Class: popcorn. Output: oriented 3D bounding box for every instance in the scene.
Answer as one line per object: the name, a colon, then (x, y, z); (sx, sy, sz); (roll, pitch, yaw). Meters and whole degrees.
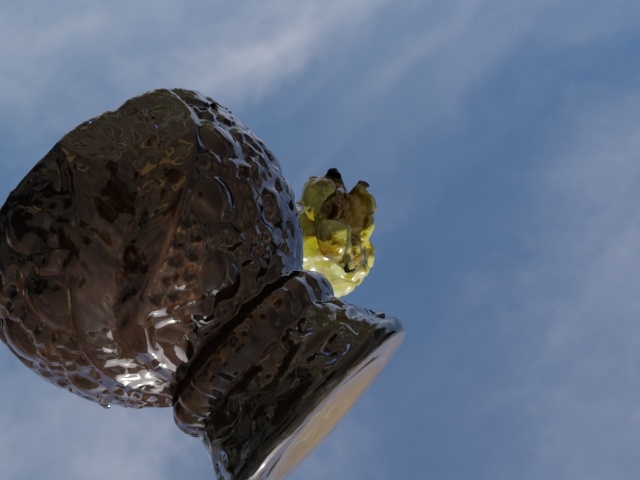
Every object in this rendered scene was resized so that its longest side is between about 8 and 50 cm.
popcorn: (0.007, 0.006, 1.160); (0.168, 0.195, 0.174); (33, -131, -22)

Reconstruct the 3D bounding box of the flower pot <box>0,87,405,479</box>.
flower pot: (-0.090, 0.054, 0.691); (0.267, 0.267, 0.266); (40, -108, 16)
